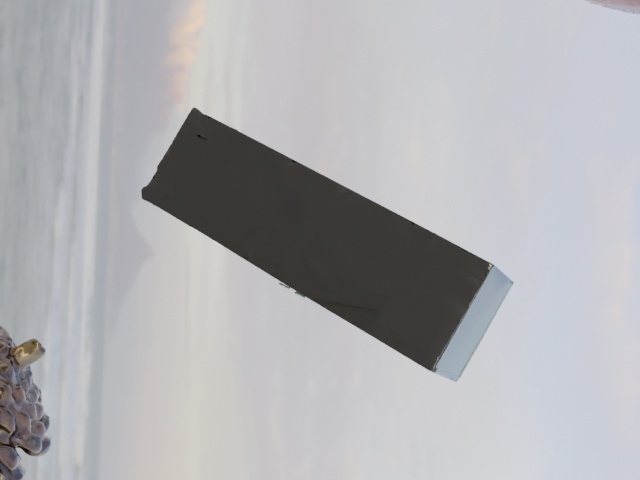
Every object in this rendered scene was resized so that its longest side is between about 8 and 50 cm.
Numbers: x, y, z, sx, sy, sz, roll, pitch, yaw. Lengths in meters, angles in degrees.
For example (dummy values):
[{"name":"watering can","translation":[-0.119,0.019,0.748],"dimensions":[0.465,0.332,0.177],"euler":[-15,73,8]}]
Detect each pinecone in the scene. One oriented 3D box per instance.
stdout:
[{"name":"pinecone","translation":[-0.390,0.184,1.048],"dimensions":[0.257,0.243,0.243],"euler":[-59,-174,-13]}]

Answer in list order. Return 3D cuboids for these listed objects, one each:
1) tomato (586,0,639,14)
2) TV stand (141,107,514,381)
[{"name":"tomato","translation":[0.244,-0.285,0.821],"dimensions":[0.143,0.338,0.338],"euler":[130,-38,-50]},{"name":"TV stand","translation":[0.000,0.000,0.780],"dimensions":[0.088,0.269,0.083],"euler":[-61,156,0]}]
